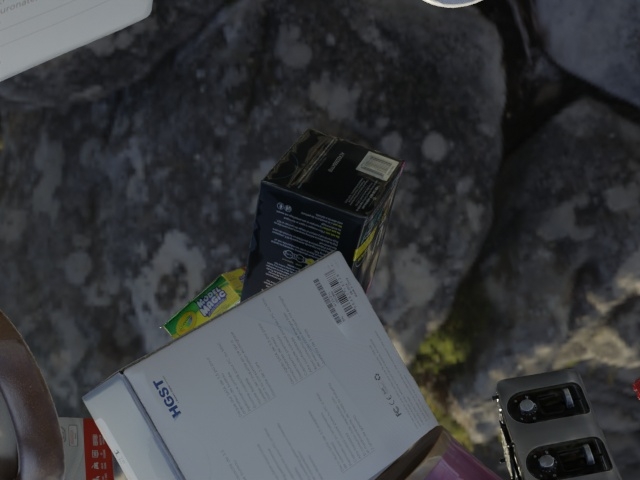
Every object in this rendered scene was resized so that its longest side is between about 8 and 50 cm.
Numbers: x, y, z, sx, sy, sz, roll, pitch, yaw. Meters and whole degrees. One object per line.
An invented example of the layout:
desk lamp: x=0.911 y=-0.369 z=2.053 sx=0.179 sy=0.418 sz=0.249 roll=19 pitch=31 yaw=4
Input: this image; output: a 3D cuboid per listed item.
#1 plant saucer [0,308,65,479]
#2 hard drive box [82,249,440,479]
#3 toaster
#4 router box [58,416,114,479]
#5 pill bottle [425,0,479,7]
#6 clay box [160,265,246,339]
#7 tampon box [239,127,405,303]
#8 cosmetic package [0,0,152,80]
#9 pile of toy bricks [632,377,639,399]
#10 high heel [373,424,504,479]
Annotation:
plant saucer: x=-0.447 y=0.217 z=1.595 sx=0.050 sy=0.311 sz=0.310 roll=-25 pitch=160 yaw=-38
hard drive box: x=-0.043 y=0.141 z=0.964 sx=0.232 sy=0.181 sz=0.089 roll=-28 pitch=177 yaw=-36
toaster: x=0.270 y=0.264 z=1.345 sx=0.110 sy=0.168 sz=0.186 roll=-13 pitch=135 yaw=1
router box: x=-0.457 y=0.417 z=1.759 sx=0.301 sy=0.335 sz=0.082 roll=4 pitch=133 yaw=-20
pill bottle: x=0.105 y=-0.310 z=1.102 sx=0.117 sy=0.208 sz=0.118 roll=-6 pitch=126 yaw=-8
clay box: x=-0.162 y=0.102 z=1.868 sx=0.127 sy=0.053 sz=0.222 roll=-41 pitch=176 yaw=13
tampon box: x=0.000 y=0.000 z=1.114 sx=0.101 sy=0.120 sz=0.161 roll=20 pitch=126 yaw=11
cosmetic package: x=-0.347 y=-0.384 z=1.052 sx=0.327 sy=0.329 sz=0.394 roll=-32 pitch=156 yaw=-36
pile of toy bricks: x=0.299 y=0.180 z=0.903 sx=0.105 sy=0.212 sz=0.118 roll=-28 pitch=176 yaw=20
high heel: x=0.022 y=0.187 z=0.510 sx=0.117 sy=0.082 sz=0.244 roll=41 pitch=113 yaw=-1
